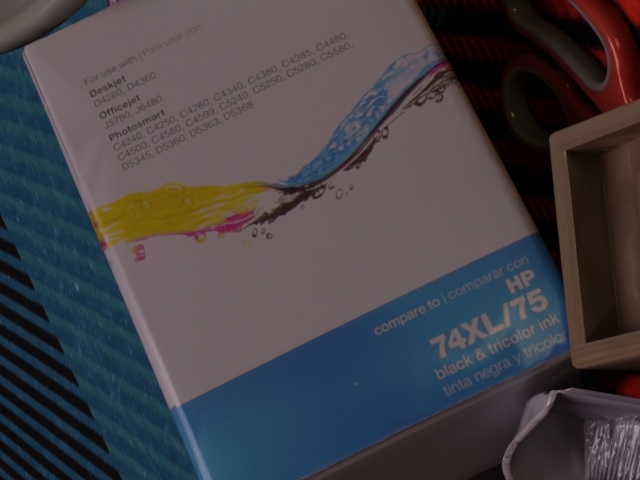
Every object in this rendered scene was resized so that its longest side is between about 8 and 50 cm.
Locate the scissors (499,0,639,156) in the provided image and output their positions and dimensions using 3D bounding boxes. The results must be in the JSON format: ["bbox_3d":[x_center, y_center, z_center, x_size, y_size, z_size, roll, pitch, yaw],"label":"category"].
[{"bbox_3d":[0.171,-0.032,0.805,0.297,0.021,0.109,51,143,41],"label":"scissors"}]

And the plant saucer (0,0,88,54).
[{"bbox_3d":[-0.223,-0.291,0.842,0.400,0.100,0.400,8,102,42],"label":"plant saucer"}]

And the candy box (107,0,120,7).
[{"bbox_3d":[-0.099,-0.241,1.154,0.159,0.071,0.233,24,124,56],"label":"candy box"}]

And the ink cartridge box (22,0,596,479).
[{"bbox_3d":[0.000,0.000,0.885,0.270,0.197,0.198,64,-178,18],"label":"ink cartridge box"}]

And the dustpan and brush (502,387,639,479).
[{"bbox_3d":[0.144,0.122,0.832,0.211,0.147,0.060,144,136,-74],"label":"dustpan and brush"}]

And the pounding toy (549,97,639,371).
[{"bbox_3d":[0.188,0.002,0.718,0.141,0.100,0.130,-21,69,53],"label":"pounding toy"}]
